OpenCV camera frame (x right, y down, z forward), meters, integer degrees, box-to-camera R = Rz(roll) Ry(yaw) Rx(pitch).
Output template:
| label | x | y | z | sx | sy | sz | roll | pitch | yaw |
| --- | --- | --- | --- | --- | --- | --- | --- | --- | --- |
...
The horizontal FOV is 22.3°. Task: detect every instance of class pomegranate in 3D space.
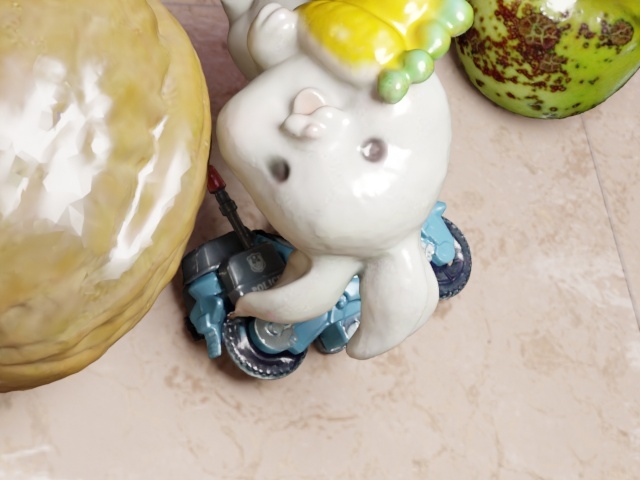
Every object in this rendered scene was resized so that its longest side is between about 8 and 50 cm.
| label | x | y | z | sx | sy | sz | roll | pitch | yaw |
| --- | --- | --- | --- | --- | --- | --- | --- | --- | --- |
| pomegranate | 0.191 | -0.247 | 1.511 | 0.276 | 0.204 | 0.222 | 34 | 72 | -4 |

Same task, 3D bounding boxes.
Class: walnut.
| label | x | y | z | sx | sy | sz | roll | pitch | yaw |
| --- | --- | --- | --- | --- | --- | --- | --- | --- | --- |
| walnut | -0.219 | -0.059 | 1.161 | 0.332 | 0.333 | 0.333 | 11 | 62 | -21 |

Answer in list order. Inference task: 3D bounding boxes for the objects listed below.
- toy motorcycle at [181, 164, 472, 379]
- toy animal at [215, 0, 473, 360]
| label | x | y | z | sx | sy | sz | roll | pitch | yaw |
| --- | --- | --- | --- | --- | --- | --- | --- | --- | --- |
| toy motorcycle | 0.000 | 0.000 | 1.351 | 0.272 | 0.123 | 0.182 | -24 | 86 | -32 |
| toy animal | 0.012 | -0.090 | 1.202 | 0.182 | 0.247 | 0.310 | -4 | 54 | -4 |
